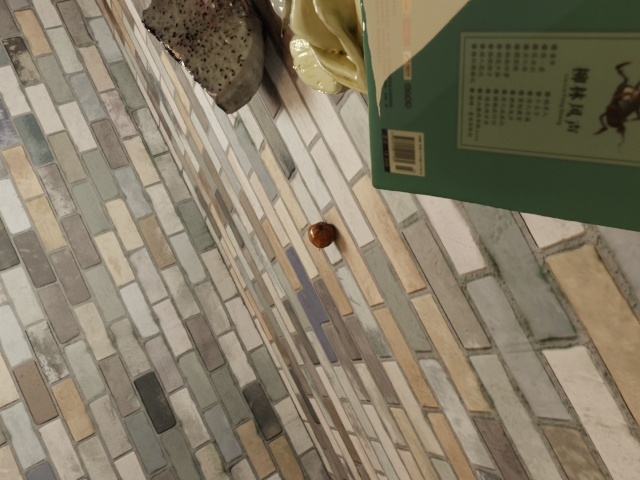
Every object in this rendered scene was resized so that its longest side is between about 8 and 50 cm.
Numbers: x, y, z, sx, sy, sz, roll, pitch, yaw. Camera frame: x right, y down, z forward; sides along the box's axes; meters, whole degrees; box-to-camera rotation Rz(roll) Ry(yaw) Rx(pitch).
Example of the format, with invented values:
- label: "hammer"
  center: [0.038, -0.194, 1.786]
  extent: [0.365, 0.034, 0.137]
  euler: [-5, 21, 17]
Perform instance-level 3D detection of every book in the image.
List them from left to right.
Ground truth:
- label: "book"
  center: [0.215, -0.134, 0.474]
  extent: [0.379, 0.031, 0.264]
  euler: [13, 132, 26]

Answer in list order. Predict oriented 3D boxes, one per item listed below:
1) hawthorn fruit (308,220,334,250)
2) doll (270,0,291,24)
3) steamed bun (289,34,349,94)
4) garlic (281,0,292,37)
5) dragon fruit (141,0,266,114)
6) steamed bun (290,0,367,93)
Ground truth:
- label: "hawthorn fruit"
  center: [0.000, 0.000, 1.266]
  extent: [0.067, 0.066, 0.103]
  euler: [49, 150, 34]
- label: "doll"
  center: [-0.058, -0.456, 0.924]
  extent: [0.102, 0.075, 0.228]
  euler: [81, 170, -72]
- label: "steamed bun"
  center: [0.018, -0.315, 0.867]
  extent: [0.130, 0.091, 0.112]
  euler: [27, 149, 35]
- label: "garlic"
  center: [-0.027, -0.486, 0.630]
  extent: [0.340, 0.231, 0.246]
  euler: [67, -170, -47]
- label: "dragon fruit"
  center: [-0.223, -0.442, 1.163]
  extent: [0.283, 0.204, 0.221]
  euler: [49, -177, 10]
- label: "steamed bun"
  center: [0.083, -0.296, 0.600]
  extent: [0.289, 0.203, 0.276]
  euler: [-4, 109, 65]
